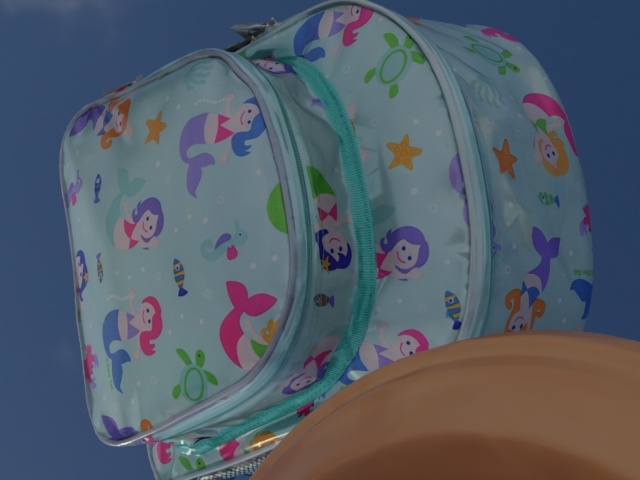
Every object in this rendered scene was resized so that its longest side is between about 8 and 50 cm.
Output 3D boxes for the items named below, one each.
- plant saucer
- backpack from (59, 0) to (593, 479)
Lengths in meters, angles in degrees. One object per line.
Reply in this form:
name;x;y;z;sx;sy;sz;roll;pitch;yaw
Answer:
plant saucer;0.040;0.118;0.349;0.200;0.037;0.200;-3;-95;35
backpack;0.000;0.000;0.821;0.253;0.191;0.225;-19;-107;37
